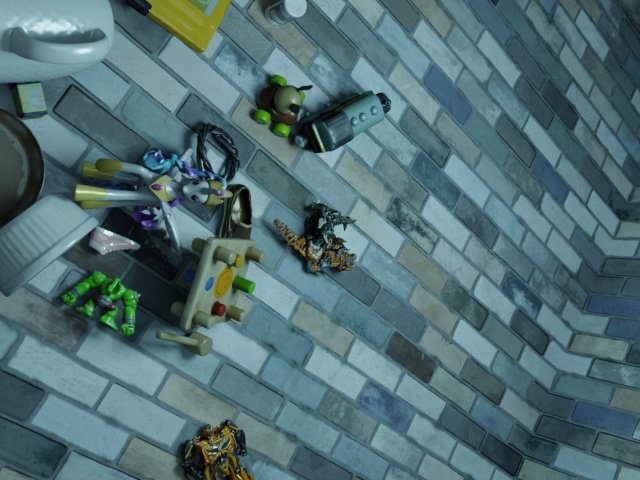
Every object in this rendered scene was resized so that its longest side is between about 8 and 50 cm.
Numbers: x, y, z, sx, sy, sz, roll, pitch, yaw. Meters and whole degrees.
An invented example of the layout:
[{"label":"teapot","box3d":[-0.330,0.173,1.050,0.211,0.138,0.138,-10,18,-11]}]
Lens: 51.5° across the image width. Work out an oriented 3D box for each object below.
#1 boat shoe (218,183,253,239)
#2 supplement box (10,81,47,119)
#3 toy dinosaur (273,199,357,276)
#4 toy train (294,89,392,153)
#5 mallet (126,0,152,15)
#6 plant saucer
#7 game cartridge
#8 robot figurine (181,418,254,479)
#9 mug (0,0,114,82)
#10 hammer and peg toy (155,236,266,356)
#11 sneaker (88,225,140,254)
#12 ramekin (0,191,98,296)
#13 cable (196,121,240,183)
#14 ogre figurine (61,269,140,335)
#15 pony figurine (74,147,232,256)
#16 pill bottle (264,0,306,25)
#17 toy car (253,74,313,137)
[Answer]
[{"label":"boat shoe","box3d":[-0.244,-0.039,1.955,0.095,0.095,0.257,-4,94,-34]},{"label":"supplement box","box3d":[-0.717,-0.344,1.631,0.056,0.083,0.083,-15,99,-32]},{"label":"toy dinosaur","box3d":[0.000,0.000,2.099,0.322,0.164,0.218,22,96,-54]},{"label":"toy train","box3d":[0.077,-0.377,2.100,0.334,0.190,0.142,-32,112,-29]},{"label":"mallet","box3d":[-0.462,-0.697,1.772,0.062,0.039,0.189,23,77,-35]},{"label":"plant saucer","box3d":[-0.819,-0.176,1.571,0.311,0.050,0.310,0,91,-43]},{"label":"game cartridge","box3d":[-0.377,-0.743,1.867,0.285,0.053,0.323,31,74,-31]},{"label":"robot figurine","box3d":[-0.289,0.679,1.956,0.211,0.085,0.290,-22,104,-33]},{"label":"mug","box3d":[-0.639,-0.485,1.517,0.328,0.374,0.276,-14,129,-42]},{"label":"hammer and peg toy","box3d":[-0.294,0.164,1.819,0.266,0.128,0.361,5,105,-70]},{"label":"sneaker","box3d":[-0.556,0.015,1.775,0.134,0.051,0.070,25,79,-29]},{"label":"ramekin","box3d":[-0.674,-0.001,1.575,0.273,0.273,0.127,-44,103,-25]},{"label":"cable","box3d":[-0.297,-0.254,1.929,0.151,0.047,0.184,-16,101,-45]},{"label":"ogre figurine","box3d":[-0.560,0.159,1.743,0.197,0.096,0.118,23,68,12]},{"label":"pony figurine","box3d":[-0.428,-0.119,1.716,0.364,0.351,0.302,5,84,-15]},{"label":"pill bottle","box3d":[-0.108,-0.697,1.998,0.078,0.137,0.078,-2,93,-33]},{"label":"toy car","box3d":[-0.088,-0.412,1.991,0.149,0.188,0.154,30,75,-31]}]
